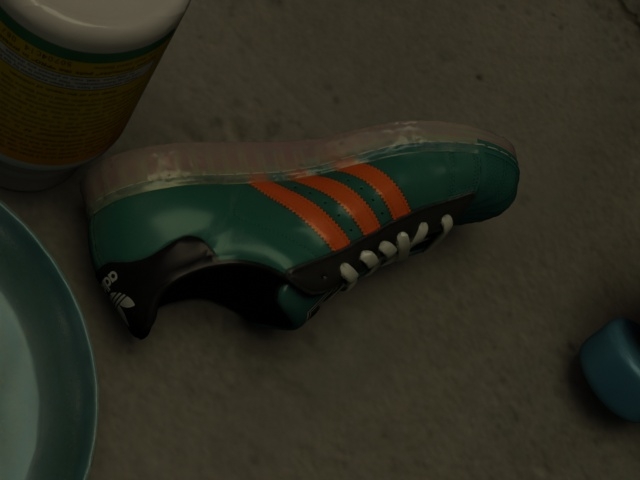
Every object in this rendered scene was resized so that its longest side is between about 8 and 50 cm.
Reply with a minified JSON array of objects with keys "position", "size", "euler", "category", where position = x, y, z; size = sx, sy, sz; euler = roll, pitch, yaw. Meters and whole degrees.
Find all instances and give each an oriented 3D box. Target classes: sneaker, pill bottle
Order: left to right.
[{"position":[-0.157,-0.112,0.723],"size":[0.117,0.208,0.117],"euler":[10,63,-20],"category":"pill bottle"},{"position":[0.000,0.000,0.807],"size":[0.302,0.108,0.121],"euler":[-7,70,-18],"category":"sneaker"}]

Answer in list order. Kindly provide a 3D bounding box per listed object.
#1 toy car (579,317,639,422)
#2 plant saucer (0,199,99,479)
[{"position":[0.347,0.062,0.905],"size":[0.210,0.219,0.238],"euler":[50,28,6],"category":"toy car"},{"position":[-0.281,0.087,0.670],"size":[0.318,0.044,0.317],"euler":[10,62,-19],"category":"plant saucer"}]
